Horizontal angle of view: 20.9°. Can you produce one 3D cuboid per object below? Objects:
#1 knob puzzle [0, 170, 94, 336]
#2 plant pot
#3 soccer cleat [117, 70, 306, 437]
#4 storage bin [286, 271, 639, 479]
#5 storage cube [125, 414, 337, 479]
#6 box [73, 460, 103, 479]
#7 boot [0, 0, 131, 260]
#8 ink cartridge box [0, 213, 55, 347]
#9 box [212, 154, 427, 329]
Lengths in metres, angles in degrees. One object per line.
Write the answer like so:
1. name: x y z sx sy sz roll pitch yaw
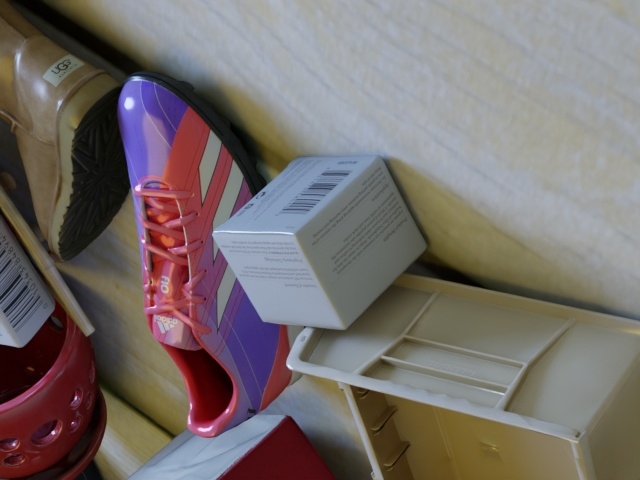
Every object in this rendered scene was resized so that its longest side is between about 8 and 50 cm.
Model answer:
1. knob puzzle: -0.272 -0.025 1.566 0.213 0.030 0.213 53 169 15
2. plant pot: -0.304 0.143 1.690 0.191 0.191 0.174 26 151 28
3. soccer cleat: -0.100 0.016 1.381 0.109 0.116 0.318 14 136 39
4. storage bin: 0.128 0.171 1.273 0.260 0.123 0.262 11 135 37
5. storage cube: -0.075 0.280 1.548 0.193 0.215 0.184 55 158 -13
6. box: -0.317 0.328 1.898 0.103 0.184 0.261 8 132 41
7. boot: -0.276 -0.137 1.454 0.269 0.089 0.236 39 144 17
8. ink cartridge box: -0.438 -0.050 1.556 0.330 0.071 0.324 4 136 34
9. box: 0.000 0.000 1.267 0.102 0.101 0.087 1 127 50
